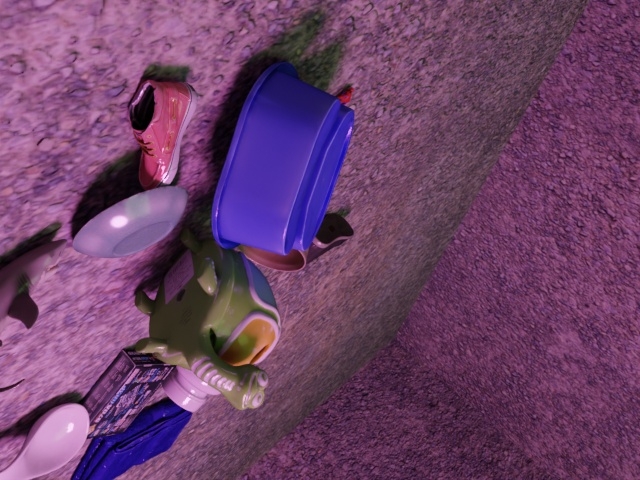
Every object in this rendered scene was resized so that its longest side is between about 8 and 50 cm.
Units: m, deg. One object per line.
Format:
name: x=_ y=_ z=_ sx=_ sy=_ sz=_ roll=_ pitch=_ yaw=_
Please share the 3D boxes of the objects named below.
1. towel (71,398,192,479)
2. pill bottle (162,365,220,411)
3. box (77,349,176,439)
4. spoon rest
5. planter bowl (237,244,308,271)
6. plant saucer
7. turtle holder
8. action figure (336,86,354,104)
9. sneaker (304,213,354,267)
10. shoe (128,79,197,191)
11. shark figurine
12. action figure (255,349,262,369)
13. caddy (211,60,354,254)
towel: x=-0.478 y=0.535 z=1.585 sx=0.227 sy=0.076 sz=0.308 roll=-58 pitch=158 yaw=21
pill bottle: x=-0.255 y=0.274 z=1.474 sx=0.272 sy=0.152 sz=0.152 roll=-49 pitch=160 yaw=0
box: x=-0.439 y=0.341 z=1.352 sx=0.220 sy=0.051 sz=0.175 roll=-51 pitch=160 yaw=4
spoon rest: x=-0.556 y=0.405 z=1.150 sx=0.276 sy=0.084 sz=0.137 roll=-21 pitch=122 yaw=-51
planter bowl: x=-0.093 y=-0.020 z=1.314 sx=0.162 sy=0.162 sz=0.109 roll=90 pitch=17 yaw=-61
plant saucer: x=-0.287 y=-0.017 z=0.957 sx=0.195 sy=0.037 sz=0.195 roll=-30 pitch=171 yaw=-5
turtle holder: x=-0.178 y=0.139 z=1.119 sx=0.227 sy=0.320 sz=0.243 roll=33 pitch=80 yaw=-34
action figure: x=0.033 y=-0.280 z=1.261 sx=0.115 sy=0.030 sz=0.038 roll=-47 pitch=166 yaw=-20
sneaker: x=0.000 y=0.000 z=1.653 sx=0.118 sy=0.083 sz=0.222 roll=-43 pitch=169 yaw=30
shoe: x=-0.244 y=-0.148 z=0.876 sx=0.081 sy=0.063 sz=0.177 roll=-11 pitch=133 yaw=-57
shark figurine: x=-0.450 y=0.101 z=0.790 sx=0.166 sy=0.278 sz=0.116 roll=-26 pitch=125 yaw=19
action figure: x=-0.199 y=0.333 z=1.737 sx=0.232 sy=0.064 sz=0.137 roll=-56 pitch=163 yaw=-58
caddy: x=-0.078 y=-0.133 z=1.063 sx=0.241 sy=0.179 sz=0.341 roll=-9 pitch=120 yaw=-76
